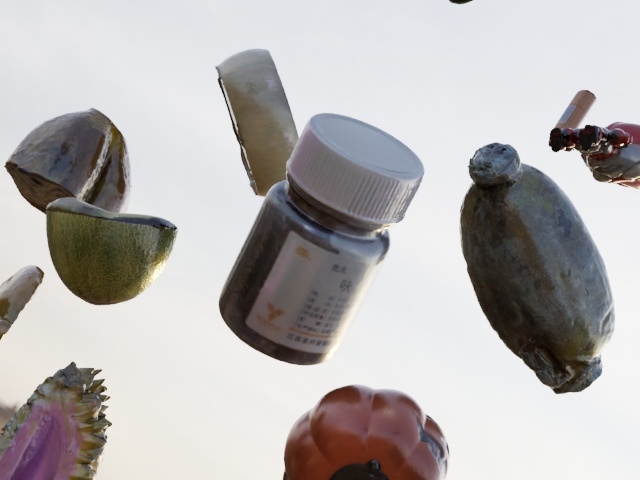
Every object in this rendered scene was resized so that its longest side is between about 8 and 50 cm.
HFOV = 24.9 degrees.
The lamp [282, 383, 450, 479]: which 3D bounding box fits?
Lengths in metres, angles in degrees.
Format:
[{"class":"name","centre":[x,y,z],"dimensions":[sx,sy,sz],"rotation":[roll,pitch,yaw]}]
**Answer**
[{"class":"lamp","centre":[0.050,0.247,1.583],"dimensions":[0.188,0.187,0.164],"rotation":[38,15,-7]}]

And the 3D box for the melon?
[{"class":"melon","centre":[-0.253,0.017,1.675],"dimensions":[0.160,0.128,0.079],"rotation":[7,8,7]}]

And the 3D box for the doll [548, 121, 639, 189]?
[{"class":"doll","centre":[0.261,-0.079,1.263],"dimensions":[0.109,0.057,0.169],"rotation":[-8,-18,39]}]

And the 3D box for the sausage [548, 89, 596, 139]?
[{"class":"sausage","centre":[0.339,-0.160,1.975],"dimensions":[0.031,0.107,0.031],"rotation":[28,-28,16]}]

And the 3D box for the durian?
[{"class":"durian","centre":[-0.282,0.280,1.376],"dimensions":[0.112,0.341,0.191],"rotation":[26,-17,14]}]

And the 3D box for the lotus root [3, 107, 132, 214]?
[{"class":"lotus root","centre":[-0.380,-0.117,2.340],"dimensions":[0.199,0.180,0.188],"rotation":[31,-20,11]}]

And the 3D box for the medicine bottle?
[{"class":"medicine bottle","centre":[0.000,0.000,1.725],"dimensions":[0.165,0.273,0.165],"rotation":[23,24,-11]}]

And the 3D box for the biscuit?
[{"class":"biscuit","centre":[-0.372,0.109,1.547],"dimensions":[0.041,0.203,0.260],"rotation":[36,-17,-15]}]

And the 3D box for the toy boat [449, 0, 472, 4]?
[{"class":"toy boat","centre":[0.287,-0.469,2.386],"dimensions":[0.052,0.210,0.104],"rotation":[26,28,-44]}]

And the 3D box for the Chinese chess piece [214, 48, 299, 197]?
[{"class":"Chinese chess piece","centre":[-0.096,-0.192,2.397],"dimensions":[0.250,0.103,0.249],"rotation":[163,-90,-88]}]

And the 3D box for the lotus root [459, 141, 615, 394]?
[{"class":"lotus root","centre":[0.279,0.026,1.897],"dimensions":[0.175,0.175,0.349],"rotation":[8,-56,62]}]
